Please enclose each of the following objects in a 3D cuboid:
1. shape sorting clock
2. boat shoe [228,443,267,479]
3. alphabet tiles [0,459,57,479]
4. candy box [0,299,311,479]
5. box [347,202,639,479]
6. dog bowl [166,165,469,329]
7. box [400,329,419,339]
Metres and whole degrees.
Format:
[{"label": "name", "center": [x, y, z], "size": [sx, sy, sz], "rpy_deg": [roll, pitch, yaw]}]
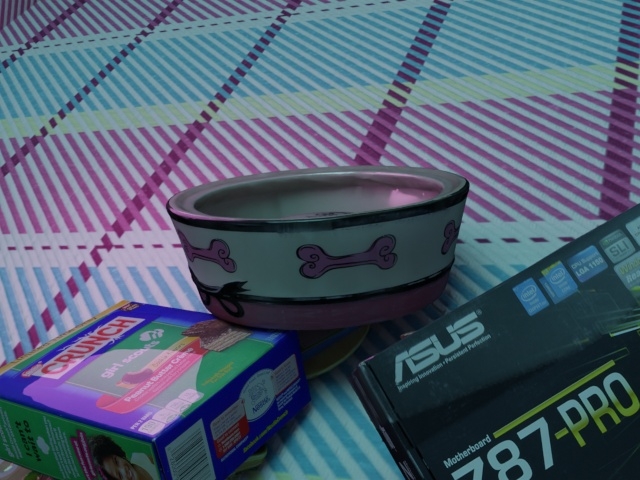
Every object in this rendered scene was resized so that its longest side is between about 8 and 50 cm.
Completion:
[{"label": "shape sorting clock", "center": [-0.027, 0.125, 1.229], "size": [0.206, 0.040, 0.206], "rpy_deg": [-11, 33, 7]}, {"label": "boat shoe", "center": [-0.139, 0.277, 1.072], "size": [0.153, 0.048, 0.056], "rpy_deg": [-11, 20, -1]}, {"label": "alphabet tiles", "center": [-0.402, 0.336, 1.130], "size": [0.285, 0.011, 0.342], "rpy_deg": [18, 47, 40]}, {"label": "candy box", "center": [-0.219, 0.191, 1.089], "size": [0.317, 0.122, 0.268], "rpy_deg": [4, 24, 34]}, {"label": "box", "center": [0.273, 0.167, 0.830], "size": [0.395, 0.097, 0.318], "rpy_deg": [-27, 76, -13]}, {"label": "dog bowl", "center": [0.000, 0.000, 1.194], "size": [0.407, 0.150, 0.408], "rpy_deg": [-4, 13, 1]}, {"label": "box", "center": [0.228, 0.141, 0.977], "size": [0.256, 0.128, 0.123], "rpy_deg": [-14, 76, 7]}]
